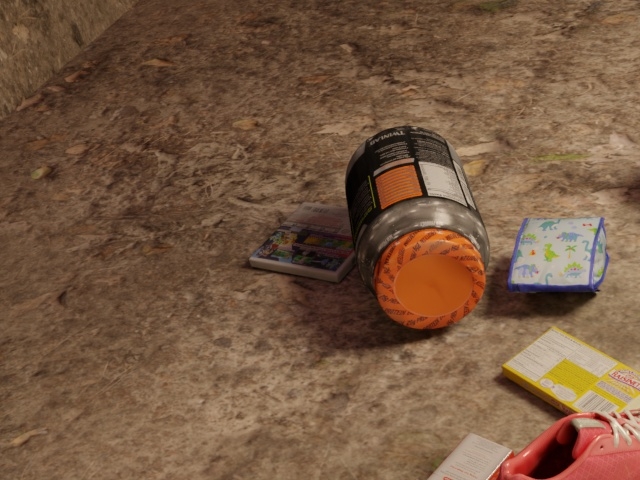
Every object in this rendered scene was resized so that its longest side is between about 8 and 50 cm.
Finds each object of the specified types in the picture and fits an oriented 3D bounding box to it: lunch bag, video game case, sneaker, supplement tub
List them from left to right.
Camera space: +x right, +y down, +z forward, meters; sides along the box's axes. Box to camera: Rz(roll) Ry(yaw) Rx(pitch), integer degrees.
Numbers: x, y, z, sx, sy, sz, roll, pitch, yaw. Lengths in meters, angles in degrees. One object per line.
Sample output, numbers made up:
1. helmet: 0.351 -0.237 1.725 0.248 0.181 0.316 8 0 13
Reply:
1. video game case: 0.000 0.000 1.882 0.201 0.023 0.183 10 42 36
2. supplement tub: 0.151 -0.024 1.663 0.207 0.207 0.338 -16 33 7
3. lunch bag: 0.359 0.034 1.571 0.129 0.096 0.151 -2 27 25
4. sneaker: 0.341 0.250 1.221 0.314 0.136 0.116 -27 34 -12

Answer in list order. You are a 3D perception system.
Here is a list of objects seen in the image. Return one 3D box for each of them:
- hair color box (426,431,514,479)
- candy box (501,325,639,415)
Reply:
1. hair color box: 0.177 0.310 1.305 0.072 0.043 0.141 17 46 44
2. candy box: 0.351 0.190 1.405 0.105 0.027 0.206 -31 34 -21
